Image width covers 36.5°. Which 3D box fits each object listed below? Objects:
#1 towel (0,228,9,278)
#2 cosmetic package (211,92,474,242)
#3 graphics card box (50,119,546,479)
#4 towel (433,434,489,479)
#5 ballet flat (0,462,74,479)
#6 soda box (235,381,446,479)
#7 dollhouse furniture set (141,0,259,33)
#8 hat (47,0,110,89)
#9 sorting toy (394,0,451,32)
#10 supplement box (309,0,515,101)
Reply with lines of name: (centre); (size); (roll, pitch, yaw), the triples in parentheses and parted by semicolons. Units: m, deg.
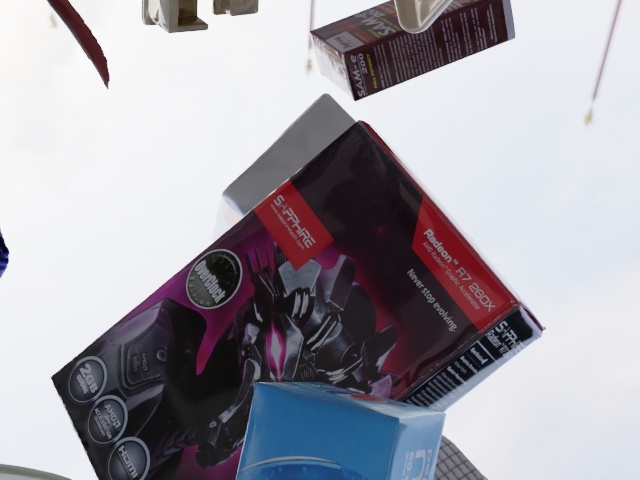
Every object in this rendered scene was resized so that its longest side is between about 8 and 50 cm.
towel: (-0.467, -0.021, 1.200); (0.076, 0.227, 0.308); (1, -133, -36)
cosmetic package: (0.000, 0.000, 1.206); (0.230, 0.453, 0.161); (45, -99, 0)
graphics card box: (-0.031, 0.098, 0.825); (0.371, 0.094, 0.232); (-39, -122, 6)
towel: (0.175, 0.427, 1.329); (0.283, 0.121, 0.235); (46, -144, 18)
ballet flat: (-0.136, 0.253, 0.624); (0.164, 0.483, 0.182); (-37, -149, 21)
soda box: (-0.006, 0.170, 0.415); (0.067, 0.210, 0.071); (10, 176, 23)
dollhouse furniture set: (-0.053, -0.252, 0.746); (0.182, 0.160, 0.101); (-12, -145, -30)
hat: (-0.225, -0.207, 0.526); (0.209, 0.173, 0.183); (3, -108, 5)
sorting toy: (0.114, -0.326, 0.937); (0.038, 0.208, 0.193); (-9, -97, -19)
supplement box: (0.121, -0.275, 1.294); (0.239, 0.073, 0.130); (-24, -148, -11)
